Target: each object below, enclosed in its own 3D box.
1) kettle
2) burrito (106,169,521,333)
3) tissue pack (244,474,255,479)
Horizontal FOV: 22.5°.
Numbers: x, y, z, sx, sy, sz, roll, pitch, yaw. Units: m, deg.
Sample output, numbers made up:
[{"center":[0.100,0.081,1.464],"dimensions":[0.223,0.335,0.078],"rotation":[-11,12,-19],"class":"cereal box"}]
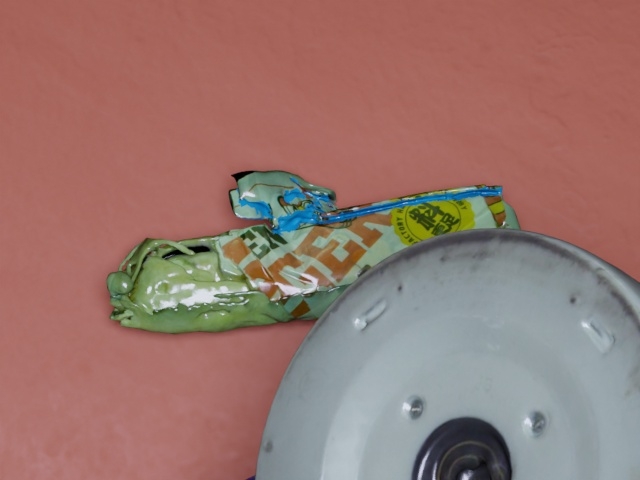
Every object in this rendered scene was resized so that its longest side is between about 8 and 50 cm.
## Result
[{"center":[0.152,0.195,0.878],"dimensions":[0.247,0.342,0.319],"rotation":[3,74,39],"class":"kettle"},{"center":[0.000,0.000,1.056],"dimensions":[0.288,0.054,0.104],"rotation":[-10,72,-8],"class":"burrito"},{"center":[-0.098,0.277,0.903],"dimensions":[0.263,0.146,0.198],"rotation":[-24,76,-14],"class":"tissue pack"}]
